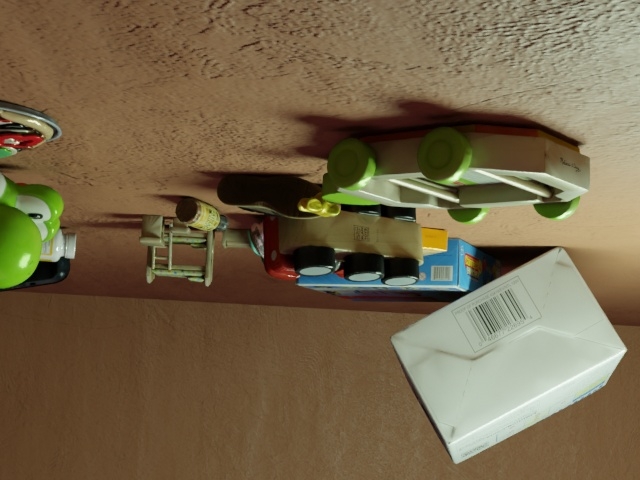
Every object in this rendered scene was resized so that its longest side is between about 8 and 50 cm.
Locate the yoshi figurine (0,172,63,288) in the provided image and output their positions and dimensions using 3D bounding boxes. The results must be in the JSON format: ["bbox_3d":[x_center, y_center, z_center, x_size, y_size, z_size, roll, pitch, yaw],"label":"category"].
[{"bbox_3d":[-0.508,-0.021,1.516,0.362,0.203,0.203,3,166,-20],"label":"yoshi figurine"}]

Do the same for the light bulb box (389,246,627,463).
[{"bbox_3d":[0.344,0.226,2.211,0.357,0.225,0.361,-28,163,-1],"label":"light bulb box"}]

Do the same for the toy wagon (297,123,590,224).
[{"bbox_3d":[0.122,-0.071,1.347,0.344,0.068,0.267,-2,171,38],"label":"toy wagon"}]

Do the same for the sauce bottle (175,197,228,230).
[{"bbox_3d":[-0.176,-0.037,1.811,0.042,0.042,0.128,0,174,21],"label":"sauce bottle"}]

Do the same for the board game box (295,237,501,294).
[{"bbox_3d":[0.153,0.060,2.221,0.308,0.086,0.302,0,172,22],"label":"board game box"}]

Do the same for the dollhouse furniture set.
[{"bbox_3d":[-0.208,0.022,2.022,0.181,0.101,0.161,3,172,0],"label":"dollhouse furniture set"}]

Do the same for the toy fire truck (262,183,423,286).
[{"bbox_3d":[0.000,0.000,1.725,0.217,0.159,0.246,7,161,-31],"label":"toy fire truck"}]

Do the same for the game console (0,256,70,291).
[{"bbox_3d":[-0.641,0.067,2.189,0.361,0.213,0.044,-9,161,-1],"label":"game console"}]

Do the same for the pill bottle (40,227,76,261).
[{"bbox_3d":[-0.502,0.005,2.147,0.116,0.065,0.065,5,172,-12],"label":"pill bottle"}]

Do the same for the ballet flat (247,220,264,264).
[{"bbox_3d":[-0.072,0.003,1.986,0.079,0.077,0.221,-17,172,0],"label":"ballet flat"}]

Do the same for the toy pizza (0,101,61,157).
[{"bbox_3d":[-0.386,-0.120,1.299,0.201,0.032,0.201,3,172,0],"label":"toy pizza"}]

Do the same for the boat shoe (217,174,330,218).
[{"bbox_3d":[-0.059,-0.059,1.570,0.152,0.056,0.049,11,179,11],"label":"boat shoe"}]

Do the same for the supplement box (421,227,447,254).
[{"bbox_3d":[0.163,0.003,1.982,0.062,0.036,0.098,6,172,-19],"label":"supplement box"}]
